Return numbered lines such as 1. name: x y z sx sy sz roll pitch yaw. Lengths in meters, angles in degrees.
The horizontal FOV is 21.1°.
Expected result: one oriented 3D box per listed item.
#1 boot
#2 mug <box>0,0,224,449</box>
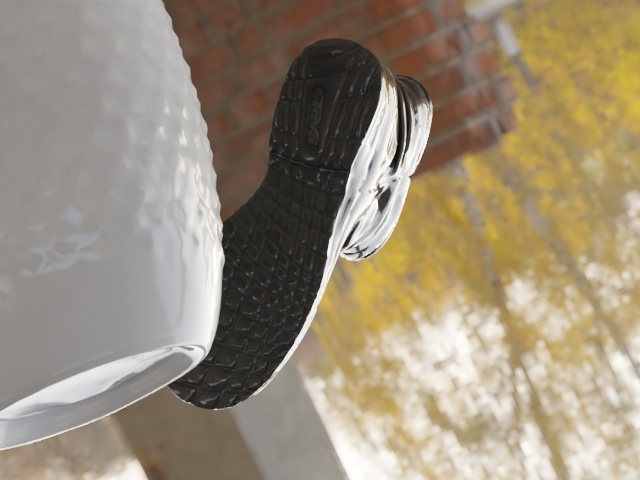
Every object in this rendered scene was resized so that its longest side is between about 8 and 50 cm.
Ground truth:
1. boot: 0.000 0.000 1.494 0.338 0.118 0.223 -61 161 2
2. mug: -0.244 -0.028 1.077 0.374 0.328 0.276 -29 166 21
